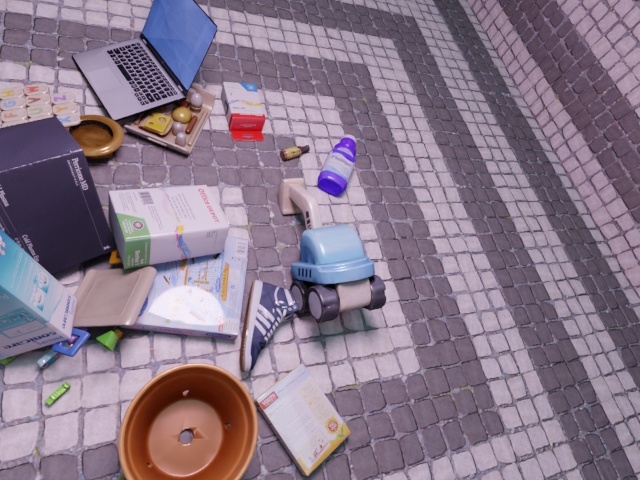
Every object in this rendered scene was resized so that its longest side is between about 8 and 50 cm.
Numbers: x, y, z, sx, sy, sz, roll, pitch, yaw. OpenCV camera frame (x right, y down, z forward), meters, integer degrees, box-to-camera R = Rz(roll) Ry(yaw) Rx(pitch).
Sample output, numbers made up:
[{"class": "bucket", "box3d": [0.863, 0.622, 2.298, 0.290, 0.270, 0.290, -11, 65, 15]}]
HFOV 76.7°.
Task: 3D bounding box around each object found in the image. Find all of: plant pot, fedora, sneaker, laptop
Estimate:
[{"class": "plant pot", "box3d": [-0.311, 0.460, 0.959, 0.291, 0.203, 0.290, 10, 58, -17]}, {"class": "fedora", "box3d": [-0.726, -0.319, 1.297, 0.195, 0.079, 0.194, 6, 56, -8]}, {"class": "sneaker", "box3d": [-0.149, 0.255, 1.205, 0.153, 0.099, 0.282, 13, 55, -14]}, {"class": "laptop", "box3d": [-0.614, -0.672, 1.385, 0.408, 0.236, 0.382, -29, 67, -23]}]

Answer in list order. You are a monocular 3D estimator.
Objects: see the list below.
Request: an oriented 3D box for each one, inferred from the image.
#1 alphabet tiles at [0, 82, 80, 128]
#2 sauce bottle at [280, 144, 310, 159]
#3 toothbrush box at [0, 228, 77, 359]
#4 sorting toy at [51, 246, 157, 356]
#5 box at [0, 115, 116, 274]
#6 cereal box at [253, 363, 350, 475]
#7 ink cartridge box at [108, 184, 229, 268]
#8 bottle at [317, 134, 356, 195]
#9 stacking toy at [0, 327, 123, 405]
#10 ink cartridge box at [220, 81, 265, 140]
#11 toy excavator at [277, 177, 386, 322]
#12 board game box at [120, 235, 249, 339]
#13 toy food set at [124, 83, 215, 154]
[{"class": "alphabet tiles", "box3d": [-0.908, -0.392, 1.256, 0.278, 0.021, 0.284, -18, 60, -19]}, {"class": "sauce bottle", "box3d": [-0.098, -0.352, 1.601, 0.128, 0.042, 0.042, -25, 74, -30]}, {"class": "toothbrush box", "box3d": [-0.722, 0.126, 0.875, 0.217, 0.295, 0.126, -16, 49, -4]}, {"class": "sorting toy", "box3d": [-0.542, 0.150, 1.056, 0.196, 0.047, 0.347, -1, 47, 8]}, {"class": "box", "box3d": [-0.726, -0.078, 0.986, 0.313, 0.343, 0.179, -27, 56, -32]}, {"class": "cereal box", "box3d": [-0.051, 0.497, 1.141, 0.173, 0.047, 0.240, -30, 76, -33]}, {"class": "ink cartridge box", "box3d": [-0.430, -0.048, 1.150, 0.278, 0.117, 0.201, -10, 49, -34]}, {"class": "bottle", "box3d": [0.079, -0.311, 1.622, 0.118, 0.092, 0.282, 26, 56, -6]}, {"class": "stacking toy", "box3d": [-0.647, 0.268, 1.019, 0.167, 0.052, 0.221, 38, 56, 2]}, {"class": "ink cartridge box", "box3d": [-0.298, -0.503, 1.581, 0.134, 0.078, 0.230, -8, 66, -26]}, {"class": "toy excavator", "box3d": [0.000, 0.000, 1.314, 0.223, 0.433, 0.444, -7, 94, -26]}, {"class": "board game box", "box3d": [-0.387, 0.118, 1.201, 0.318, 0.066, 0.318, 11, 58, -16]}, {"class": "toy food set", "box3d": [-0.530, -0.463, 1.453, 0.220, 0.092, 0.306, 20, 56, -12]}]
